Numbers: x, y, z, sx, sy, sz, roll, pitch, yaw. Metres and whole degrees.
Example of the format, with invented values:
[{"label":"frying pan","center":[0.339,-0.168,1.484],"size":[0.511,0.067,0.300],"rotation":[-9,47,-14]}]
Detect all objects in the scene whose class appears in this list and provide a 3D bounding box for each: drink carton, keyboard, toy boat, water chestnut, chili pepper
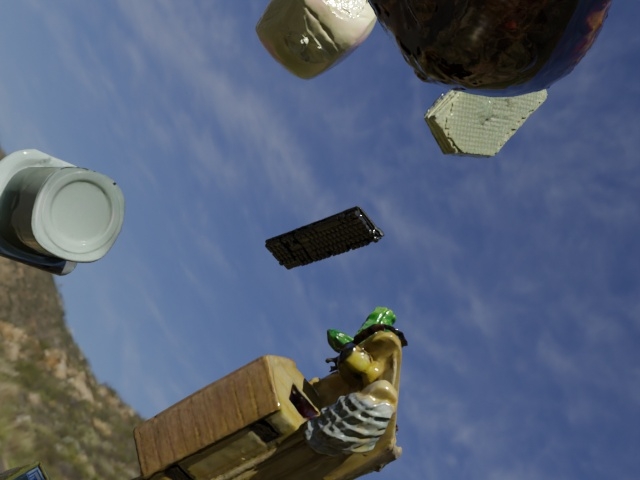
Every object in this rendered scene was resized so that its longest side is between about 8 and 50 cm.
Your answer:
[{"label":"drink carton","center":[-0.457,0.379,1.353],"size":[0.200,0.074,0.084],"rotation":[-26,-87,50]},{"label":"keyboard","center":[0.000,0.001,1.516],"size":[0.231,0.023,0.072],"rotation":[-19,-58,43]},{"label":"drink carton","center":[-0.417,-0.040,1.443],"size":[0.190,0.191,0.185],"rotation":[13,-100,55]},{"label":"toy boat","center":[-0.100,0.231,0.971],"size":[0.162,0.445,0.136],"rotation":[49,23,-19]},{"label":"water chestnut","center":[0.143,-0.283,0.819],"size":[0.300,0.300,0.300],"rotation":[47,-33,45]},{"label":"chili pepper","center":[0.071,0.165,1.554],"size":[0.050,0.182,0.073],"rotation":[5,-77,30]}]

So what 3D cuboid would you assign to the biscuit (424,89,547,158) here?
[{"label":"biscuit","center":[0.298,-0.240,1.632],"size":[0.052,0.252,0.150],"rotation":[12,-39,54]}]

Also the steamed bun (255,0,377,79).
[{"label":"steamed bun","center":[-0.021,-0.362,1.600],"size":[0.170,0.152,0.239],"rotation":[38,-28,-16]}]
